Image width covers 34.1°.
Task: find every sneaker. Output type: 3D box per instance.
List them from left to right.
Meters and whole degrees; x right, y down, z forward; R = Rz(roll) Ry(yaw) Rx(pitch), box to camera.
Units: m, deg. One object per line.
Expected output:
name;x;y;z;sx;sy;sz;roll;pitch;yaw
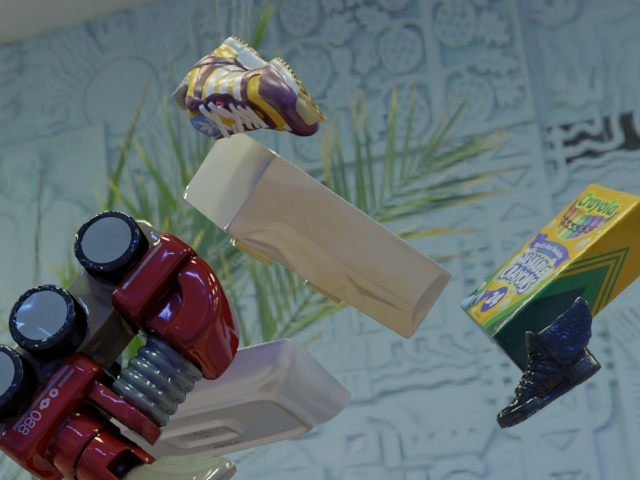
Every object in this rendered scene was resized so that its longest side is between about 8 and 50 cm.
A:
sneaker;-0.064;-0.111;0.874;0.084;0.185;0.069;-40;-59;-7
sneaker;0.268;0.148;1.261;0.170;0.089;0.051;-33;-18;1

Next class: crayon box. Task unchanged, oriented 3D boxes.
crayon box;0.357;0.030;1.461;0.323;0.083;0.203;-42;9;2

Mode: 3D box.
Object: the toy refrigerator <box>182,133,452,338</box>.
toy refrigerator;0.000;0.000;1.045;0.269;0.094;0.102;33;1;-39

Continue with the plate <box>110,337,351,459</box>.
plate;-0.122;0.180;1.064;0.277;0.045;0.278;-15;-22;8

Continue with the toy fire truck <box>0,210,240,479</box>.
toy fire truck;-0.134;0.114;0.820;0.246;0.217;0.158;32;-18;23
